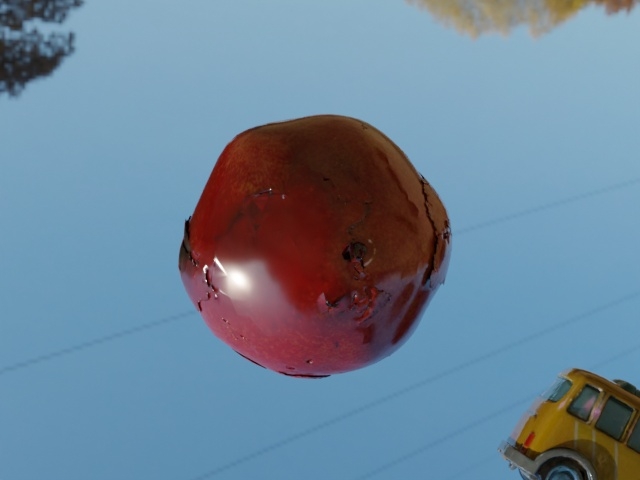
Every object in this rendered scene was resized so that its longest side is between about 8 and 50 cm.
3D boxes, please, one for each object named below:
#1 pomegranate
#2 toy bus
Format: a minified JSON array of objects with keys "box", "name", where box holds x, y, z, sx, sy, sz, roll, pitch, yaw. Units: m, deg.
[{"box":[0.000,0.000,0.865,0.210,0.210,0.235,13,-161,10],"name":"pomegranate"},{"box":[0.288,0.211,1.061,0.209,0.136,0.126,31,177,3],"name":"toy bus"}]
